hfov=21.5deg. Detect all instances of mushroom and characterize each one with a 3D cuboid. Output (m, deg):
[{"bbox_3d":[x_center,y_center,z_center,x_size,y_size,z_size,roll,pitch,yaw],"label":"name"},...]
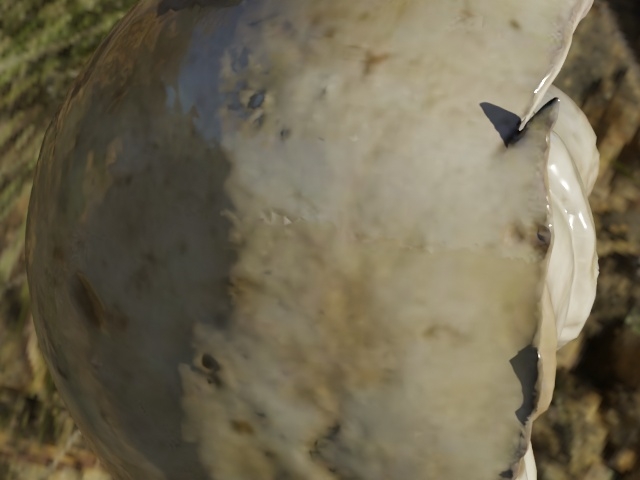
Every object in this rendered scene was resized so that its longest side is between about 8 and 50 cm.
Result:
[{"bbox_3d":[0.000,0.000,0.573,0.189,0.253,0.195,14,34,10],"label":"mushroom"}]
